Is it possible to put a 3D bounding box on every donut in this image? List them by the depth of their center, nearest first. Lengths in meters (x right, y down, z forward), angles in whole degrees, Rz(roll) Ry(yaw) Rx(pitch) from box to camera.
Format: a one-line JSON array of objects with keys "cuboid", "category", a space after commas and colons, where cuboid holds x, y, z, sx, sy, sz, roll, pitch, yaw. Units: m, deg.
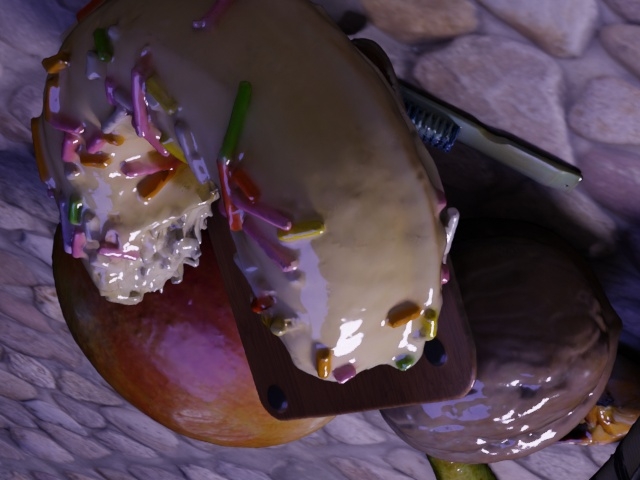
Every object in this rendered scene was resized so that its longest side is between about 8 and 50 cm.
[{"cuboid": [-0.075, -0.056, 1.348, 0.371, 0.150, 0.307, 18, 129, 43], "category": "donut"}]

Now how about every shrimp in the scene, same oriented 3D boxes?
[{"cuboid": [0.210, 0.153, 1.755, 0.289, 0.075, 0.178, -13, 141, 34], "category": "shrimp"}]

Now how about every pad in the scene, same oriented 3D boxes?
[{"cuboid": [0.000, 0.000, 1.451, 0.284, 0.018, 0.287, -14, 94, 52], "category": "pad"}]

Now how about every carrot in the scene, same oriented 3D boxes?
[{"cuboid": [0.185, 0.300, 2.061, 0.074, 0.074, 0.358, 8, 149, 30], "category": "carrot"}]

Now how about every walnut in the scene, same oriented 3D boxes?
[{"cuboid": [0.139, 0.081, 1.505, 0.224, 0.224, 0.224, 19, 155, 9], "category": "walnut"}]

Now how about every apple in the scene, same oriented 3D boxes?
[{"cuboid": [-0.104, 0.070, 1.787, 0.346, 0.254, 0.179, 28, -164, -10], "category": "apple"}]

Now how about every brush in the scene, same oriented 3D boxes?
[{"cuboid": [0.119, -0.075, 1.412, 0.178, 0.030, 0.033, 26, 146, -4], "category": "brush"}]

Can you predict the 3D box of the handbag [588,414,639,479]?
[{"cuboid": [0.406, 0.240, 1.553, 0.325, 0.162, 0.327, 29, 141, 5], "category": "handbag"}]
